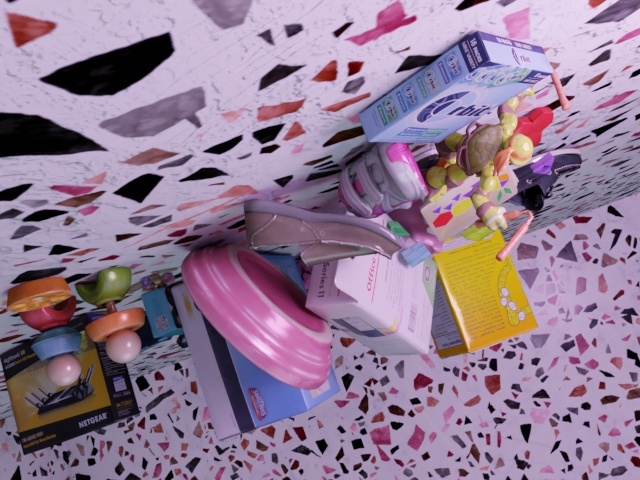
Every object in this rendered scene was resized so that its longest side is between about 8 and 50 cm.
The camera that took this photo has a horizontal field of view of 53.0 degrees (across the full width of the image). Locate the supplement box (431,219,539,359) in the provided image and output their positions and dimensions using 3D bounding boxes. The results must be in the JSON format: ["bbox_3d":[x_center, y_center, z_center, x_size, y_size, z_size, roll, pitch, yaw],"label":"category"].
[{"bbox_3d":[0.350,0.089,1.587,0.195,0.357,0.194,-16,169,-14],"label":"supplement box"}]

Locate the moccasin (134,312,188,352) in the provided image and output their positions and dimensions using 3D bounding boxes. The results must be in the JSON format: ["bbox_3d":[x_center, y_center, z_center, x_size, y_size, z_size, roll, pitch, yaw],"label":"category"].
[{"bbox_3d":[-0.370,0.230,1.673,0.341,0.117,0.138,-15,169,-19],"label":"moccasin"}]

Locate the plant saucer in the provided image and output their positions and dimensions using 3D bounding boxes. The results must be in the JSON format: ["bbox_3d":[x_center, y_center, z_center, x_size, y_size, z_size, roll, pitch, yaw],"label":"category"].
[{"bbox_3d":[-0.095,0.118,1.144,0.084,0.332,0.332,-46,164,8],"label":"plant saucer"}]

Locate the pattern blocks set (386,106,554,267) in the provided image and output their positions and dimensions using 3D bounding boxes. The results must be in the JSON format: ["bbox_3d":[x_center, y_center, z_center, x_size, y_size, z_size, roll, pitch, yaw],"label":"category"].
[{"bbox_3d":[0.266,-0.079,1.136,0.324,0.026,0.285,-30,145,1],"label":"pattern blocks set"}]

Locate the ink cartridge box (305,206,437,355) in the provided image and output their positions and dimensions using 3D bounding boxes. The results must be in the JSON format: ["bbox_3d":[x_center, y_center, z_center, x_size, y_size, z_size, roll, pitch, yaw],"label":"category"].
[{"bbox_3d":[0.090,0.068,1.221,0.119,0.207,0.353,-7,149,34],"label":"ink cartridge box"}]

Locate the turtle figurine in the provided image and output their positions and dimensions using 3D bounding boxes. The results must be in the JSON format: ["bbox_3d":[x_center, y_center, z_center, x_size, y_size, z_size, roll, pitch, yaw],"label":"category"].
[{"bbox_3d":[0.216,-0.104,0.881,0.087,0.270,0.217,18,171,-23],"label":"turtle figurine"}]

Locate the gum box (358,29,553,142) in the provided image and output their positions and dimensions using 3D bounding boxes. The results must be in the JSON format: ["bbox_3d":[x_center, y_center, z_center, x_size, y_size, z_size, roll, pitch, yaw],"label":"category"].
[{"bbox_3d":[0.164,-0.178,0.783,0.156,0.041,0.184,-8,164,-46],"label":"gum box"}]

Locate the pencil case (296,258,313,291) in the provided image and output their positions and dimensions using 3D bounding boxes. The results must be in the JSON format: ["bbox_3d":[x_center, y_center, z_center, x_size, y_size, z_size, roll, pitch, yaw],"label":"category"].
[{"bbox_3d":[-0.024,0.083,1.636,0.098,0.095,0.209,-37,-179,-28],"label":"pencil case"}]

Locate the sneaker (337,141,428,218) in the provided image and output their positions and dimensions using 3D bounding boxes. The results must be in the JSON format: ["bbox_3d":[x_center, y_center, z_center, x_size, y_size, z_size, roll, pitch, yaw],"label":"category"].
[{"bbox_3d":[0.084,-0.083,0.956,0.111,0.103,0.252,-20,169,-4],"label":"sneaker"}]

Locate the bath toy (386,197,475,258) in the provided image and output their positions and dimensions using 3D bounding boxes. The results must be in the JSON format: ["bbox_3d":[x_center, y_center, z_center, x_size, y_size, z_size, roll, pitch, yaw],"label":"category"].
[{"bbox_3d":[0.198,-0.028,1.376,0.151,0.129,0.348,23,149,-15],"label":"bath toy"}]

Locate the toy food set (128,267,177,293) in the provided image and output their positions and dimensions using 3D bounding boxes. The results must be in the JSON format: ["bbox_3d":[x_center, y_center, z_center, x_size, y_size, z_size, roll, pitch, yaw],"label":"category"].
[{"bbox_3d":[-0.334,0.087,1.289,0.077,0.019,0.122,-10,166,-40],"label":"toy food set"}]

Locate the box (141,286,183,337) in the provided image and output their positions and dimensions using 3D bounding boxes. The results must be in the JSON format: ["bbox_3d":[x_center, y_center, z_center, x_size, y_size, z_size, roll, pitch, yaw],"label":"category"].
[{"bbox_3d":[-0.311,0.163,1.494,0.060,0.101,0.244,-23,169,16],"label":"box"}]

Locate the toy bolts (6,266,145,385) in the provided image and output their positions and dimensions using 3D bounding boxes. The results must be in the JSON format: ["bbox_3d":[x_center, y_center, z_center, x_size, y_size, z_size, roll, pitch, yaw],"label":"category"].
[{"bbox_3d":[-0.441,0.163,1.111,0.228,0.159,0.218,-27,167,34],"label":"toy bolts"}]

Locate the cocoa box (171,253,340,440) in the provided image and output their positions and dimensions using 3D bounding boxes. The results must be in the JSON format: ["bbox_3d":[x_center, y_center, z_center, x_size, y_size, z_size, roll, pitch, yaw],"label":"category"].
[{"bbox_3d":[-0.138,0.226,1.439,0.227,0.347,0.231,-22,171,16],"label":"cocoa box"}]

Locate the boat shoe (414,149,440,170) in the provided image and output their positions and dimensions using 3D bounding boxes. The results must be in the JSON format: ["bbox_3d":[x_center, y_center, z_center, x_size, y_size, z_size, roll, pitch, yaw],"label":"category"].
[{"bbox_3d":[0.153,-0.112,1.098,0.125,0.038,0.046,-27,167,33],"label":"boat shoe"}]

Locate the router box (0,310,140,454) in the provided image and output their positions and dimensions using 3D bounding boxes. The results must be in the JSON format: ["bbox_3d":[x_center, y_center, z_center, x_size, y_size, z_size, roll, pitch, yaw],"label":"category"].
[{"bbox_3d":[-0.575,0.324,1.456,0.308,0.243,0.081,-25,168,24],"label":"router box"}]

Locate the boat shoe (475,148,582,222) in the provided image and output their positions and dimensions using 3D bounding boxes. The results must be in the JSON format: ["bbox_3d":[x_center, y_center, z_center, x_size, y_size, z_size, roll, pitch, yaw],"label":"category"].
[{"bbox_3d":[0.439,-0.113,1.388,0.339,0.113,0.127,-14,168,-25],"label":"boat shoe"}]

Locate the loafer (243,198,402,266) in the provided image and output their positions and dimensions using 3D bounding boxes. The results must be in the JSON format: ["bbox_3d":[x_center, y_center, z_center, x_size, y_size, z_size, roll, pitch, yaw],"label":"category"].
[{"bbox_3d":[0.000,0.000,0.989,0.251,0.088,0.094,11,177,4],"label":"loafer"}]
